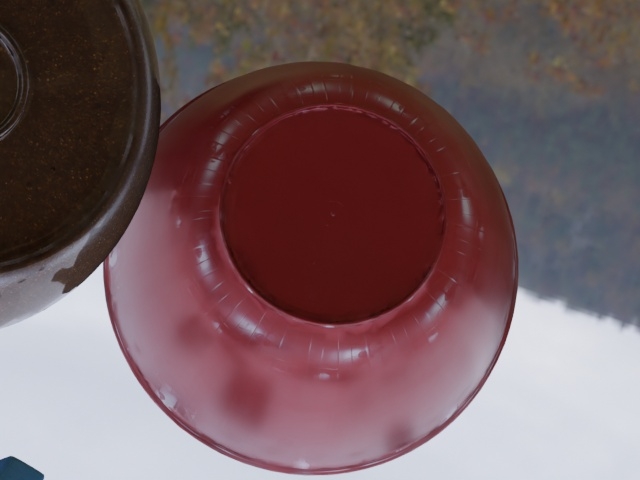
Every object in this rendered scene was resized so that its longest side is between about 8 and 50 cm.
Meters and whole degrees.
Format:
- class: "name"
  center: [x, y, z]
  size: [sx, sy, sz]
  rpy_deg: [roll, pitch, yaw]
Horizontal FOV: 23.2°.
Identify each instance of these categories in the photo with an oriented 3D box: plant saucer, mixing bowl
- class: "plant saucer"
  center: [-0.122, -0.052, 0.512]
  size: [0.168, 0.168, 0.029]
  rpy_deg: [11, 172, -32]
- class: "mixing bowl"
  center: [0.000, 0.000, 0.627]
  size: [0.181, 0.181, 0.098]
  rpy_deg: [17, 167, 0]

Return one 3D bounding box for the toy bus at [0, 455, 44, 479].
- class: "toy bus"
  center: [-0.233, 0.250, 0.993]
  size: [0.191, 0.202, 0.104]
  rpy_deg: [-8, 142, 44]
